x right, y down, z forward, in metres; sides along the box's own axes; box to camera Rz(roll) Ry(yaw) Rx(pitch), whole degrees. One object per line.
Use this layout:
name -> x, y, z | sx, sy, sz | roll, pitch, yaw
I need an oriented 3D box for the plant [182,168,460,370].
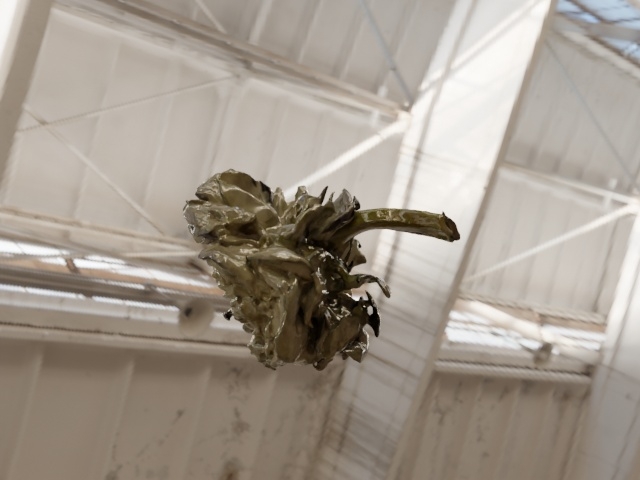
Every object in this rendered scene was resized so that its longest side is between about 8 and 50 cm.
plant -> 0.000, 0.000, 0.447 | 0.122, 0.116, 0.104 | -29, -29, 13
